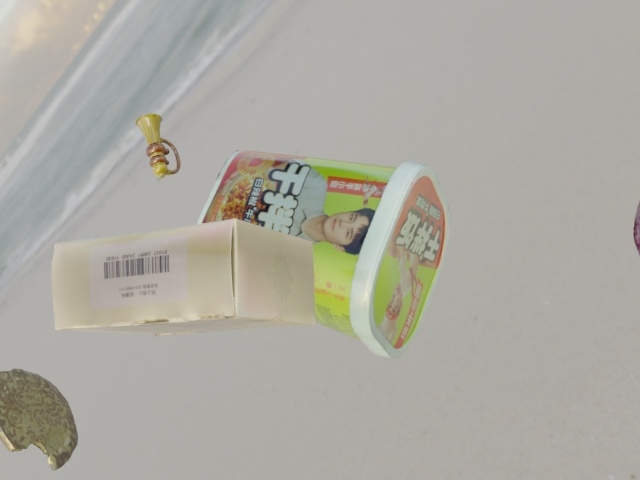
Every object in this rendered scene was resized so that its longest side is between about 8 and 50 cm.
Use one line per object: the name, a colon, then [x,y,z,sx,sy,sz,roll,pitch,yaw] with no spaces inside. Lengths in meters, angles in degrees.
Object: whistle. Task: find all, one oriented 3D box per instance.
whistle: [-0.272,-0.153,1.402,0.046,0.109,0.057,-21,-12,11]

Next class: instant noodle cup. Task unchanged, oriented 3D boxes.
instant noodle cup: [0.000,0.000,1.251,0.307,0.294,0.294,14,63,26]

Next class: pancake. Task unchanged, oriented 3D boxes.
pancake: [-0.567,0.349,1.658,0.029,0.235,0.212,-32,39,14]

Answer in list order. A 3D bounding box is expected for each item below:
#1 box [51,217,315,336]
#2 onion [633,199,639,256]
box: [-0.134,0.044,0.840,0.212,0.168,0.095,-6,82,25]
onion: [0.276,-0.010,0.578,0.115,0.104,0.115,-7,63,15]
